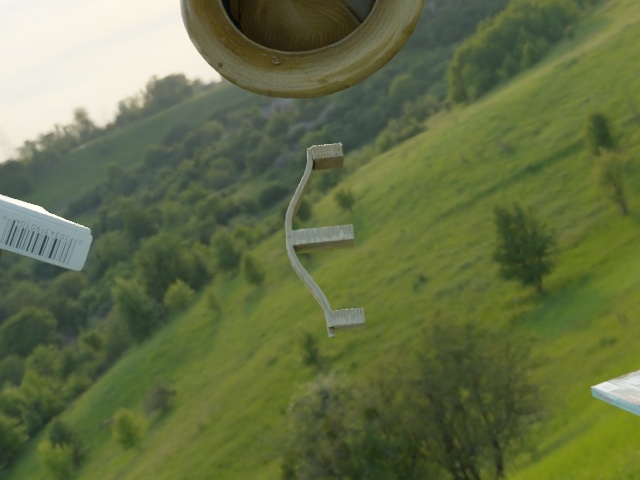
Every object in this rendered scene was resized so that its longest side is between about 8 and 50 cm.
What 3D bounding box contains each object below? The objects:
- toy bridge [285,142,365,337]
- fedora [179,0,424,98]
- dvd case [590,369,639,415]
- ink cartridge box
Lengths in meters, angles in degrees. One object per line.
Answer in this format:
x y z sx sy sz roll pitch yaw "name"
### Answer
0.000 0.000 0.888 0.063 0.188 0.026 -5 -22 -2 "toy bridge"
-0.009 -0.176 0.712 0.194 0.194 0.079 -25 -25 2 "fedora"
0.346 0.144 0.961 0.119 0.013 0.087 -14 8 -15 "dvd case"
-0.331 -0.033 0.864 0.206 0.045 0.208 19 -2 -28 "ink cartridge box"
